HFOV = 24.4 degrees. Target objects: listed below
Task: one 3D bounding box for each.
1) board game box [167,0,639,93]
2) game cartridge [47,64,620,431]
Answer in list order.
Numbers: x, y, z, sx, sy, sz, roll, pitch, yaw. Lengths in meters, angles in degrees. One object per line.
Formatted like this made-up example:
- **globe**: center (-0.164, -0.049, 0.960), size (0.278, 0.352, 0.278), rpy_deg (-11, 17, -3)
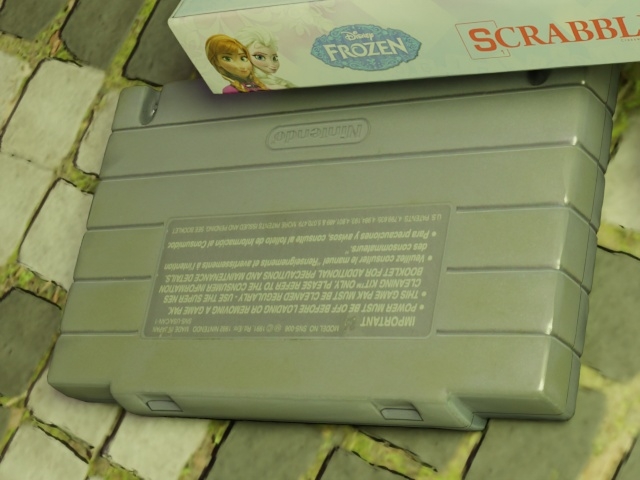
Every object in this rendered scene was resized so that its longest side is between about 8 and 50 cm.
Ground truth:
- **board game box**: center (0.110, -0.225, 0.878), size (0.319, 0.066, 0.318), rpy_deg (0, 48, 35)
- **game cartridge**: center (0.000, 0.000, 0.910), size (0.355, 0.068, 0.230), rpy_deg (-2, 71, 33)
